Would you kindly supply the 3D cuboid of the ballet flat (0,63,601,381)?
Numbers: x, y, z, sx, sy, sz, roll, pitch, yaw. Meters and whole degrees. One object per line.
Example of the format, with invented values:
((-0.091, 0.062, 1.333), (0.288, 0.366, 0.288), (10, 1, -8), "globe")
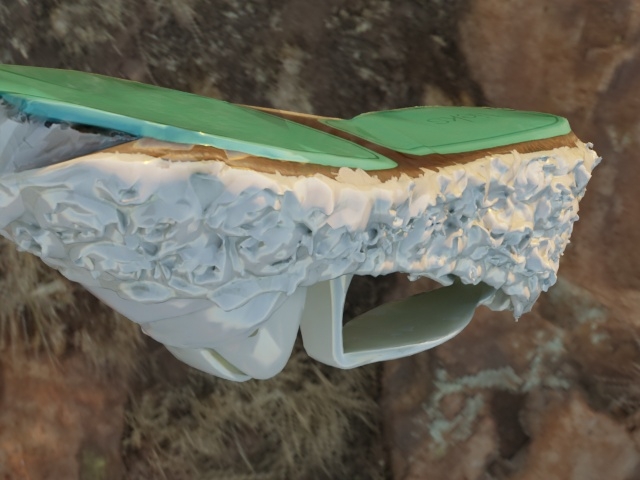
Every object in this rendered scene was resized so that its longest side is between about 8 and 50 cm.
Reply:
((0.000, 0.000, 0.626), (0.409, 0.147, 0.147), (-2, 110, -48), "ballet flat")
